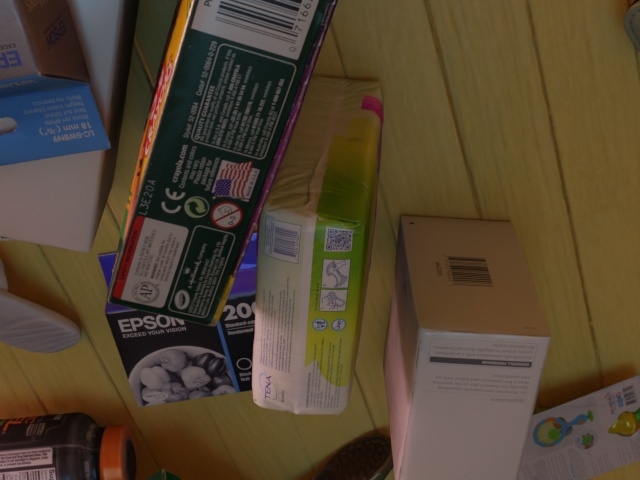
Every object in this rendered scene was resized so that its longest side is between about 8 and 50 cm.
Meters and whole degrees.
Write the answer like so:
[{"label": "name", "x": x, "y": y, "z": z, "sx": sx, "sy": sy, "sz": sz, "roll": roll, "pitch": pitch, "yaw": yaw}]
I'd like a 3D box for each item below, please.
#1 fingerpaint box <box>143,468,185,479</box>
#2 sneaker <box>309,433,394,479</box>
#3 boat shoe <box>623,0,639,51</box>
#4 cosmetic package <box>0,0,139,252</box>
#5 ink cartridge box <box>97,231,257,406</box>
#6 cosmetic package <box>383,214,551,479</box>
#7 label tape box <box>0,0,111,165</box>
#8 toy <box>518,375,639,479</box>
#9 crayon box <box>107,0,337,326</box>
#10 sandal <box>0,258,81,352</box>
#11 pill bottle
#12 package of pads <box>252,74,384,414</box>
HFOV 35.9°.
[{"label": "fingerpaint box", "x": -0.182, "y": 0.532, "z": 1.328, "sx": 0.371, "sy": 0.163, "sz": 0.445, "roll": -34, "pitch": 131, "yaw": 19}, {"label": "sneaker", "x": 0.040, "y": 0.335, "z": 1.333, "sx": 0.192, "sy": 0.064, "sz": 0.086, "roll": -41, "pitch": 135, "yaw": 11}, {"label": "boat shoe", "x": 0.409, "y": -0.196, "z": 1.001, "sx": 0.228, "sy": 0.068, "sz": 0.081, "roll": 27, "pitch": 158, "yaw": -12}, {"label": "cosmetic package", "x": -0.288, "y": -0.195, "z": 0.936, "sx": 0.217, "sy": 0.156, "sz": 0.385, "roll": 13, "pitch": 122, "yaw": -9}, {"label": "ink cartridge box", "x": -0.145, "y": 0.098, "z": 1.185, "sx": 0.206, "sy": 0.045, "sz": 0.208, "roll": -9, "pitch": 121, "yaw": 5}, {"label": "cosmetic package", "x": 0.152, "y": 0.125, "z": 1.101, "sx": 0.138, "sy": 0.224, "sz": 0.224, "roll": 4, "pitch": 122, "yaw": -3}, {"label": "label tape box", "x": -0.335, "y": -0.183, "z": 0.792, "sx": 0.240, "sy": 0.106, "sz": 0.333, "roll": -8, "pitch": 120, "yaw": 8}, {"label": "toy", "x": 0.308, "y": 0.257, "z": 1.287, "sx": 0.237, "sy": 0.056, "sz": 0.137, "roll": -19, "pitch": 117, "yaw": 5}, {"label": "crayon box", "x": -0.082, "y": -0.165, "z": 0.862, "sx": 0.106, "sy": 0.313, "sz": 0.363, "roll": 15, "pitch": 120, "yaw": -14}, {"label": "sandal", "x": -0.394, "y": 0.057, "z": 1.144, "sx": 0.102, "sy": 0.076, "sz": 0.265, "roll": -30, "pitch": 139, "yaw": 26}, {"label": "pill bottle", "x": -0.358, "y": 0.287, "z": 1.248, "sx": 0.246, "sy": 0.130, "sz": 0.130, "roll": -5, "pitch": 122, "yaw": 2}, {"label": "package of pads", "x": 0.000, "y": 0.000, "z": 0.977, "sx": 0.101, "sy": 0.296, "sz": 0.229, "roll": 7, "pitch": 122, "yaw": 4}]
